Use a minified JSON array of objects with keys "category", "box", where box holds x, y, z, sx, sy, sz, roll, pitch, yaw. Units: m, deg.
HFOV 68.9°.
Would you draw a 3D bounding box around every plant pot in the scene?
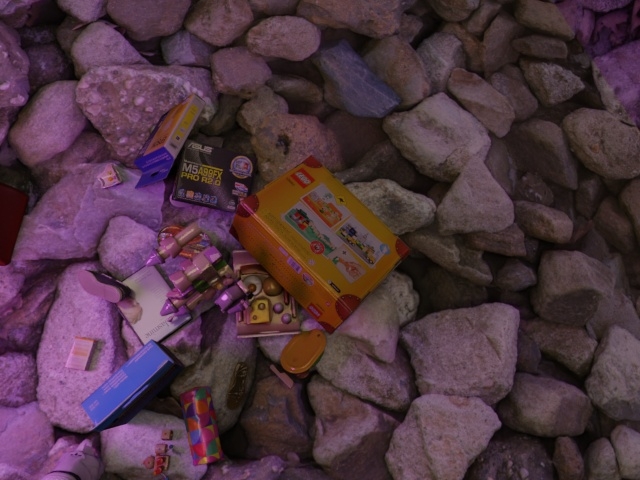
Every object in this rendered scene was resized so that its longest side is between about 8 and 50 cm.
[{"category":"plant pot","box":[-1.157,-0.090,1.493,0.267,0.236,0.268,6,70,-6]}]

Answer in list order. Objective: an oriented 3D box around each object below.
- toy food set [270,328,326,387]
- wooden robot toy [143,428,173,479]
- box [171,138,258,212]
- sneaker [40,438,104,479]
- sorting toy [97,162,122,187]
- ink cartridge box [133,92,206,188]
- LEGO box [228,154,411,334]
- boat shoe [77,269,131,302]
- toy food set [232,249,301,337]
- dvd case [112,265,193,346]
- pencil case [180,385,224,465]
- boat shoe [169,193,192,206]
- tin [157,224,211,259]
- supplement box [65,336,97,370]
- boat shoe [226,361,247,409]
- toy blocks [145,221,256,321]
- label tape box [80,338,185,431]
[{"category":"toy food set","box":[-0.063,0.400,1.581,0.128,0.071,0.218,24,59,35]},{"category":"wooden robot toy","box":[-0.505,0.670,1.425,0.078,0.076,0.174,1,71,3]},{"category":"box","box":[-0.376,-0.222,1.670,0.269,0.060,0.217,12,87,-25]},{"category":"sneaker","box":[-0.715,0.762,1.331,0.137,0.210,0.366,11,105,-4]},{"category":"sorting toy","box":[-0.770,-0.226,1.699,0.075,0.045,0.083,-26,77,-8]},{"category":"ink cartridge box","box":[-0.553,-0.343,1.642,0.072,0.303,0.307,38,65,-32]},{"category":"LEGO box","box":[0.000,0.000,1.600,0.500,0.193,0.372,45,53,8]},{"category":"boat shoe","box":[-0.725,0.148,1.564,0.206,0.065,0.075,21,110,21]},{"category":"toy food set","box":[-0.187,0.179,1.619,0.219,0.092,0.307,-3,72,-9]},{"category":"dvd case","box":[-0.581,0.221,1.585,0.180,0.022,0.253,-37,80,-18]},{"category":"pencil case","box":[-0.371,0.579,1.460,0.104,0.104,0.237,-13,76,-12]},{"category":"boat shoe","box":[-0.453,-0.189,1.719,0.219,0.078,0.070,-27,35,-21]},{"category":"tin","box":[-0.483,0.010,1.663,0.189,0.040,0.106,17,66,-2]},{"category":"supplement box","box":[-0.769,0.365,1.502,0.062,0.036,0.099,12,70,-4]},{"category":"boat shoe","box":[-0.277,0.477,1.538,0.056,0.048,0.153,12,77,-17]},{"category":"toy blocks","box":[-0.391,0.160,1.457,0.260,0.289,0.309,-39,74,-14]},{"category":"label tape box","box":[-0.541,0.413,1.354,0.115,0.348,0.249,43,71,7]}]
